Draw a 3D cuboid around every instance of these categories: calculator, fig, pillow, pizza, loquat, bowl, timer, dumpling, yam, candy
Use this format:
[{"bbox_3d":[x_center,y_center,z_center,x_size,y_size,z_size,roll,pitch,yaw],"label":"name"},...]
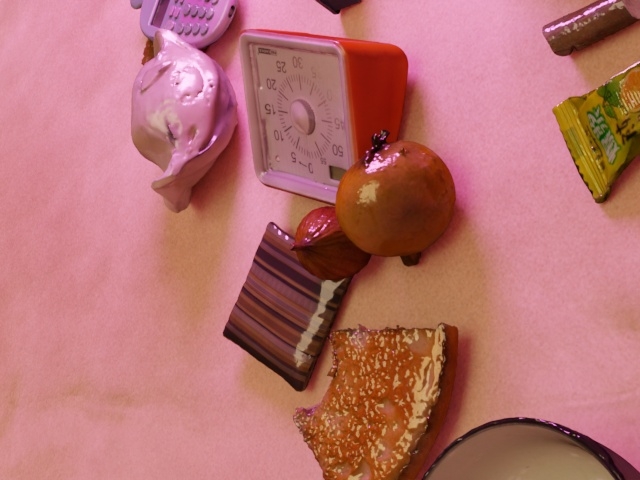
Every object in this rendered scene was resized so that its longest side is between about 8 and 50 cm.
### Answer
[{"bbox_3d":[-0.253,-0.445,2.179,0.299,0.041,0.186,22,94,45],"label":"calculator"},{"bbox_3d":[0.001,-0.006,1.738,0.119,0.153,0.119,-21,54,32],"label":"fig"},{"bbox_3d":[-0.054,0.101,1.867,0.208,0.052,0.212,31,103,42],"label":"pillow"},{"bbox_3d":[0.080,0.238,1.670,0.223,0.089,0.324,30,101,40],"label":"pizza"},{"bbox_3d":[0.107,-0.050,1.666,0.172,0.205,0.149,-28,33,-12],"label":"loquat"},{"bbox_3d":[0.276,0.385,1.355,0.353,0.185,0.354,-13,71,44],"label":"bowl"},{"bbox_3d":[-0.001,-0.188,1.813,0.257,0.161,0.250,18,106,47],"label":"timer"},{"bbox_3d":[-0.240,-0.206,2.091,0.243,0.187,0.318,96,170,-60],"label":"dumpling"},{"bbox_3d":[0.353,-0.282,1.534,0.132,0.054,0.054,-23,65,40],"label":"yam"},{"bbox_3d":[0.393,-0.168,1.453,0.246,0.069,0.149,-37,58,36],"label":"candy"}]

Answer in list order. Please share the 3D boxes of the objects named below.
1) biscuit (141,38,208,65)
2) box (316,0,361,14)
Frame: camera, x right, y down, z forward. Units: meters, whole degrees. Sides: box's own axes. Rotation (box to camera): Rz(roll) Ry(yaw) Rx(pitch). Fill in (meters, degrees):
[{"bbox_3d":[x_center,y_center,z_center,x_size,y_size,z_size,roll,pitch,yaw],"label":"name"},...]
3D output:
[{"bbox_3d":[-0.247,-0.385,2.205,0.237,0.026,0.131,9,87,46],"label":"biscuit"},{"bbox_3d":[0.024,-0.411,1.880,0.054,0.099,0.074,-7,75,30],"label":"box"}]
